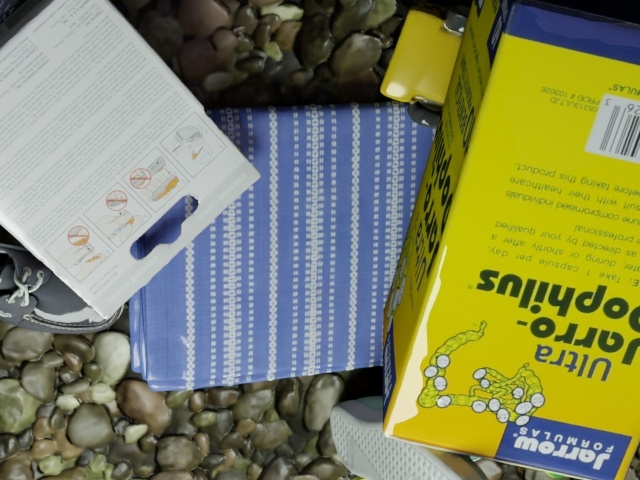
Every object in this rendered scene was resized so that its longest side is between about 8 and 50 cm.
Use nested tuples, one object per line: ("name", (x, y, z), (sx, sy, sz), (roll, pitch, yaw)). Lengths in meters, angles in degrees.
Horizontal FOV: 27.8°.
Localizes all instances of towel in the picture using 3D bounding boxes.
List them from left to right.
("towel", (0.000, 0.000, 1.125), (0.336, 0.040, 0.243), (-4, 106, -16))

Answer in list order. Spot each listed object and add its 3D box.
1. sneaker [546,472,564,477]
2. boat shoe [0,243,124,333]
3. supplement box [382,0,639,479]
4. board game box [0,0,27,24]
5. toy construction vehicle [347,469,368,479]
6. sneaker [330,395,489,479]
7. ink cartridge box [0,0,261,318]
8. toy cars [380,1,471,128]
("sneaker", (0.327, 0.124, 1.196), (0.295, 0.123, 0.109), (-32, 112, -3))
("boat shoe", (-0.256, 0.037, 1.046), (0.206, 0.065, 0.075), (20, 100, -19))
("supplement box", (0.180, -0.026, 0.979), (0.195, 0.194, 0.357), (12, 118, -3))
("board game box", (-0.273, -0.144, 1.008), (0.186, 0.026, 0.126), (35, 95, -21))
("toy construction vehicle", (0.058, 0.254, 1.211), (0.098, 0.035, 0.086), (-8, 108, -12))
("sneaker", (0.120, 0.168, 1.090), (0.151, 0.256, 0.094), (-14, 103, -18))
("ink cartridge box", (-0.183, -0.074, 1.018), (0.181, 0.056, 0.225), (-43, 122, -1))
("toy cars", (0.244, -0.174, 1.058), (0.393, 0.087, 0.176), (-18, 117, 14))
